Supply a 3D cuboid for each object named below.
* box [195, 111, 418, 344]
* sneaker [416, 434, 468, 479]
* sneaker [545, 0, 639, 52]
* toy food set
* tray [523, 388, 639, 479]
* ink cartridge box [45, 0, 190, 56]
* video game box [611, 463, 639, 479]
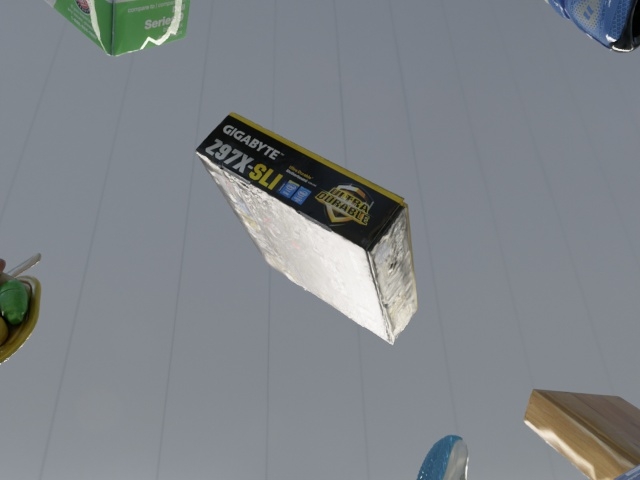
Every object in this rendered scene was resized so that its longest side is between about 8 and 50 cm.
[{"bbox_3d":[0.000,0.000,0.726,0.257,0.322,0.079,32,-107,26],"label":"box"},{"bbox_3d":[0.183,0.395,0.759,0.093,0.087,0.228,14,-104,-5],"label":"sneaker"},{"bbox_3d":[0.325,-0.278,0.392,0.130,0.330,0.147,-14,-113,-34],"label":"sneaker"},{"bbox_3d":[-0.480,0.087,0.773,0.128,0.071,0.217,-30,-140,-3],"label":"toy food set"},{"bbox_3d":[0.527,0.357,0.818,0.203,0.411,0.076,9,-80,-17],"label":"tray"},{"bbox_3d":[-0.234,-0.387,0.571,0.211,0.289,0.122,42,-133,15],"label":"ink cartridge box"},{"bbox_3d":[0.271,0.169,0.336,0.205,0.187,0.048,-31,-100,0],"label":"video game box"}]
